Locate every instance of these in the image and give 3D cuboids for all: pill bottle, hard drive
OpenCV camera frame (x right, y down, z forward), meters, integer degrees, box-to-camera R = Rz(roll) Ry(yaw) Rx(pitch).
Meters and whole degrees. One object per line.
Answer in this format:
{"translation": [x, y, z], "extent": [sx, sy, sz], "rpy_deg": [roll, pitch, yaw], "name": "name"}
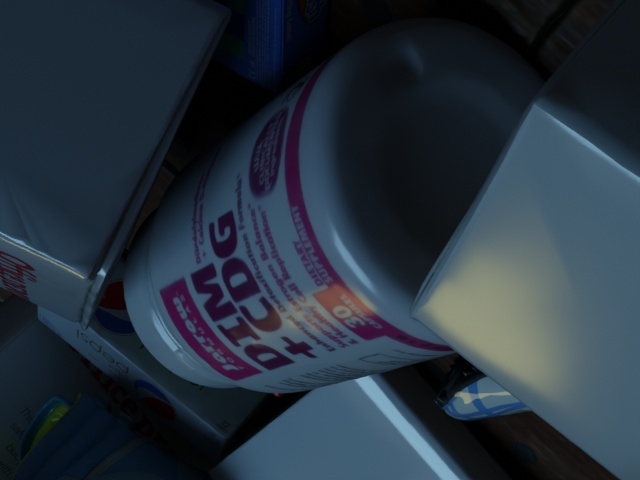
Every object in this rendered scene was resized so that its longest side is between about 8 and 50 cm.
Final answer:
{"translation": [0.000, 0.000, 0.666], "extent": [0.160, 0.160, 0.283], "rpy_deg": [50, 149, -9], "name": "pill bottle"}
{"translation": [0.090, 0.260, 0.904], "extent": [0.353, 0.047, 0.233], "rpy_deg": [49, 134, 2], "name": "hard drive"}

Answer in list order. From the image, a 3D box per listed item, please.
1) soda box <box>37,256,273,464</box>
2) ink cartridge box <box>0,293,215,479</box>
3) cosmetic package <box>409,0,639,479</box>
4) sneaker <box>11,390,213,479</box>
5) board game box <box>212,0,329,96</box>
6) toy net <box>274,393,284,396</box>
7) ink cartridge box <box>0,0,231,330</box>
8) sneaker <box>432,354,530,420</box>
{"translation": [-0.145, 0.094, 1.033], "extent": [0.216, 0.074, 0.069], "rpy_deg": [38, 149, 10], "name": "soda box"}
{"translation": [-0.307, 0.259, 1.124], "extent": [0.160, 0.384, 0.279], "rpy_deg": [-4, 125, 55], "name": "ink cartridge box"}
{"translation": [0.240, 0.043, 0.405], "extent": [0.365, 0.197, 0.155], "rpy_deg": [38, 150, 12], "name": "cosmetic package"}
{"translation": [-0.149, 0.218, 1.067], "extent": [0.208, 0.127, 0.319], "rpy_deg": [38, -178, 22], "name": "sneaker"}
{"translation": [-0.089, -0.191, 0.652], "extent": [0.210, 0.047, 0.160], "rpy_deg": [32, 148, 19], "name": "board game box"}
{"translation": [-0.084, 0.083, 0.886], "extent": [0.122, 0.045, 0.232], "rpy_deg": [47, 180, 5], "name": "toy net"}
{"translation": [-0.273, -0.114, 0.679], "extent": [0.394, 0.166, 0.285], "rpy_deg": [27, 167, -8], "name": "ink cartridge box"}
{"translation": [0.138, 0.069, 0.667], "extent": [0.086, 0.085, 0.237], "rpy_deg": [39, 153, -6], "name": "sneaker"}
